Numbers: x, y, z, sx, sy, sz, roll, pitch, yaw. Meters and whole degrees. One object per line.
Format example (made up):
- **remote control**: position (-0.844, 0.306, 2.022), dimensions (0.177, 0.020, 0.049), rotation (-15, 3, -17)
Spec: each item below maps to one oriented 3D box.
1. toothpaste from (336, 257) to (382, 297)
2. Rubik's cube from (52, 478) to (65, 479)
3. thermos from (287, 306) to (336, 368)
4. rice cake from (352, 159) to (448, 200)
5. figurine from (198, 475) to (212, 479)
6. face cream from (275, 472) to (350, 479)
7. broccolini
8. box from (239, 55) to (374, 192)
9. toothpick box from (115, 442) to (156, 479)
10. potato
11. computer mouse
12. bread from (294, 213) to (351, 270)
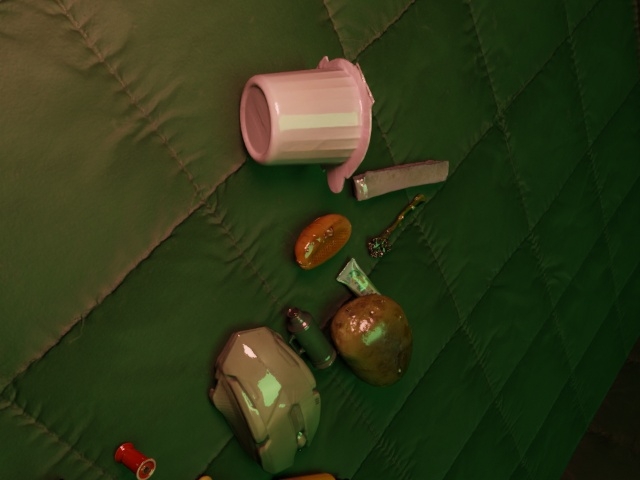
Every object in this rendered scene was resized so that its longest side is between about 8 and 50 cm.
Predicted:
- **toothpaste**: position (0.143, 0.160, 1.594), dimensions (0.075, 0.048, 0.297), rotation (-51, 127, -11)
- **Rubik's cube**: position (-0.459, 0.661, 1.020), dimensions (0.288, 0.283, 0.294), rotation (-42, 123, -25)
- **thermos**: position (-0.034, 0.243, 1.439), dimensions (0.083, 0.073, 0.188), rotation (-27, 124, 4)
- **rice cake**: position (0.221, -0.173, 1.557), dimensions (0.364, 0.056, 0.073), rotation (-17, 107, -38)
- **figurine**: position (-0.221, 0.759, 1.204), dimensions (0.361, 0.377, 0.266), rotation (-50, 130, -22)
- **face cream**: position (-0.016, 0.688, 1.573), dimensions (0.273, 0.078, 0.078), rotation (15, 92, -44)
- **broccolini**: position (0.225, -0.043, 1.604), dimensions (0.254, 0.057, 0.071), rotation (-43, 170, -22)
- **box**: position (-0.048, -0.234, 1.200), dimensions (0.206, 0.262, 0.291), rotation (-9, 117, -28)
- **toothpick box**: position (-0.380, 0.452, 1.168), dimensions (0.047, 0.083, 0.047), rotation (-24, 122, -46)
- **potato**: position (0.145, 0.273, 1.536), dimensions (0.210, 0.173, 0.307), rotation (-40, 130, -21)
- **computer mouse**: position (-0.106, 0.393, 1.364), dimensions (0.228, 0.145, 0.429), rotation (-39, 126, -31)
- **bread**: position (0.000, 0.000, 1.394), dimensions (0.189, 0.077, 0.114), rotation (-34, 142, -32)
